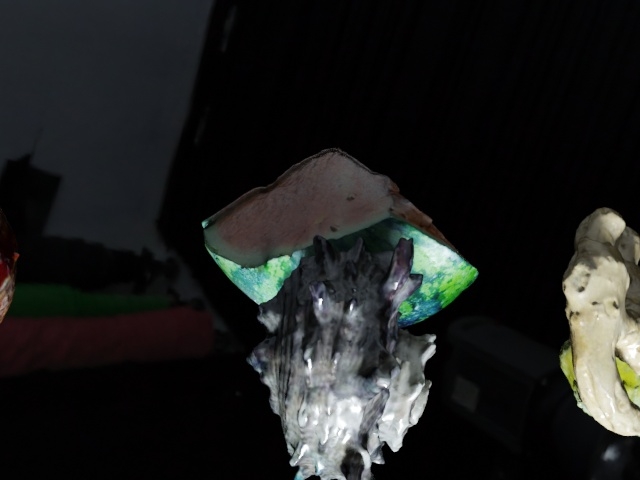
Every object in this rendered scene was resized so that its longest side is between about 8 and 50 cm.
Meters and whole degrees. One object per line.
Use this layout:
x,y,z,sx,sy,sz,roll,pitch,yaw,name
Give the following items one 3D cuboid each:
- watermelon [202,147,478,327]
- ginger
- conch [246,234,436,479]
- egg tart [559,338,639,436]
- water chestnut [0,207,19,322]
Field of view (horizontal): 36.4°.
0.008,0.015,1.327,0.319,0.292,0.222,52,-175,6,watermelon
0.252,0.036,0.830,0.065,0.149,0.259,-8,-154,26,ginger
0.048,0.141,1.062,0.186,0.313,0.240,7,-159,38,conch
0.331,0.158,0.990,0.197,0.078,0.197,22,166,6,egg tart
-0.570,0.027,1.222,0.350,0.302,0.350,-14,-149,9,water chestnut
